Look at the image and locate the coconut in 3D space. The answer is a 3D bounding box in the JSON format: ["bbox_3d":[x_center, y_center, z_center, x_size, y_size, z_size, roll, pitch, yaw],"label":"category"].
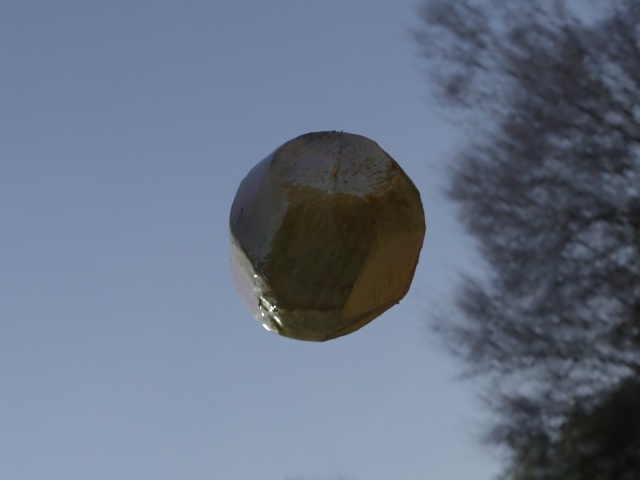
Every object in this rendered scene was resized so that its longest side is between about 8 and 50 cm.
[{"bbox_3d":[0.000,0.000,1.698,0.237,0.197,0.237,-42,-26,-26],"label":"coconut"}]
